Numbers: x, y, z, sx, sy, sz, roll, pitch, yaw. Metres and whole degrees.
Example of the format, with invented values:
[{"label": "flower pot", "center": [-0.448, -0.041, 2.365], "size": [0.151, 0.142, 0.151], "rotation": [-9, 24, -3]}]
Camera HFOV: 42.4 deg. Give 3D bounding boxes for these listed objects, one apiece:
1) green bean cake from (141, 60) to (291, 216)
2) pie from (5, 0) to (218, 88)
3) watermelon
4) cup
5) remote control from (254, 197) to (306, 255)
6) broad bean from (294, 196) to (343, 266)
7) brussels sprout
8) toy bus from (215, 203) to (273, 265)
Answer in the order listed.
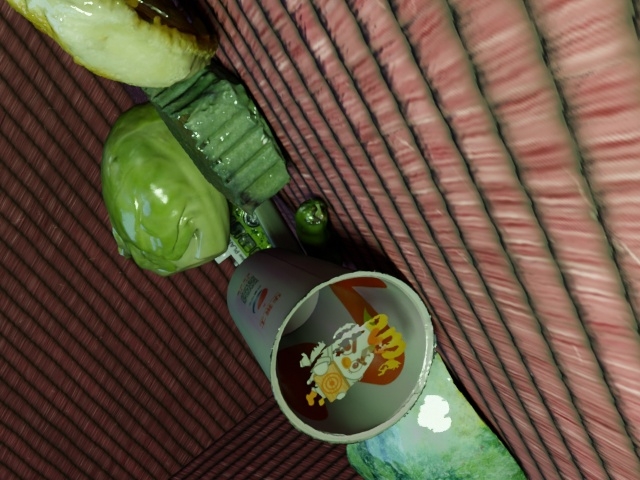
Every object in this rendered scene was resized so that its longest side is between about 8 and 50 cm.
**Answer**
[{"label": "green bean cake", "center": [-0.128, -0.140, 1.036], "size": [0.181, 0.094, 0.173], "rotation": [42, 168, 51]}, {"label": "pie", "center": [-0.240, -0.255, 0.832], "size": [0.315, 0.092, 0.315], "rotation": [37, -166, -10]}, {"label": "watermelon", "center": [0.150, 0.276, 1.137], "size": [0.260, 0.256, 0.176], "rotation": [50, -138, -58]}, {"label": "cup", "center": [-0.012, 0.101, 1.018], "size": [0.203, 0.203, 0.288], "rotation": [55, 168, -23]}, {"label": "remote control", "center": [-0.074, -0.028, 1.289], "size": [0.309, 0.038, 0.090], "rotation": [59, -178, 42]}, {"label": "broad bean", "center": [-0.003, -0.003, 1.118], "size": [0.065, 0.046, 0.254], "rotation": [36, 167, 19]}, {"label": "brussels sprout", "center": [-0.284, -0.101, 1.532], "size": [0.328, 0.247, 0.328], "rotation": [163, 90, -81]}, {"label": "toy bus", "center": [-0.144, 0.027, 1.748], "size": [0.302, 0.139, 0.113], "rotation": [53, 175, -21]}]
